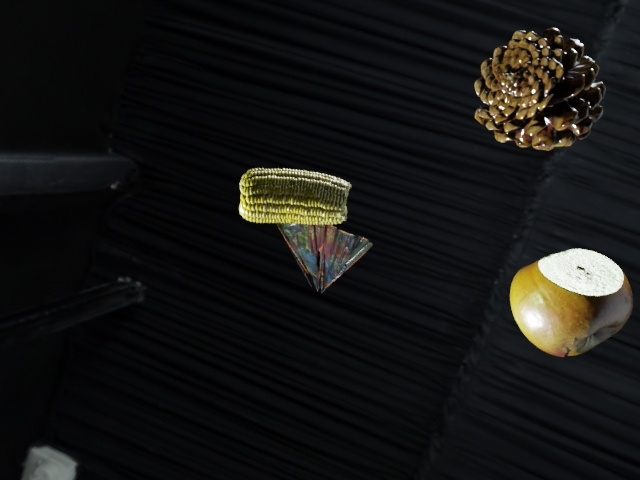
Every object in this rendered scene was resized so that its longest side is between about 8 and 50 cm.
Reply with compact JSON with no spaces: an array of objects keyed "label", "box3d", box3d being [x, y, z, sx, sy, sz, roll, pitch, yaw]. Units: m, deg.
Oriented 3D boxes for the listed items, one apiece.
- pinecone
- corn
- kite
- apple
[{"label":"pinecone","box3d":[0.667,-0.415,2.008,0.384,0.384,0.385,22,-90,-78]},{"label":"corn","box3d":[-0.038,-0.063,1.021,0.063,0.165,0.085,28,-112,-87]},{"label":"kite","box3d":[0.000,0.000,1.180,0.014,0.241,0.184,-20,54,51]},{"label":"apple","box3d":[0.364,0.087,1.011,0.146,0.147,0.163,-9,-35,-29]}]
